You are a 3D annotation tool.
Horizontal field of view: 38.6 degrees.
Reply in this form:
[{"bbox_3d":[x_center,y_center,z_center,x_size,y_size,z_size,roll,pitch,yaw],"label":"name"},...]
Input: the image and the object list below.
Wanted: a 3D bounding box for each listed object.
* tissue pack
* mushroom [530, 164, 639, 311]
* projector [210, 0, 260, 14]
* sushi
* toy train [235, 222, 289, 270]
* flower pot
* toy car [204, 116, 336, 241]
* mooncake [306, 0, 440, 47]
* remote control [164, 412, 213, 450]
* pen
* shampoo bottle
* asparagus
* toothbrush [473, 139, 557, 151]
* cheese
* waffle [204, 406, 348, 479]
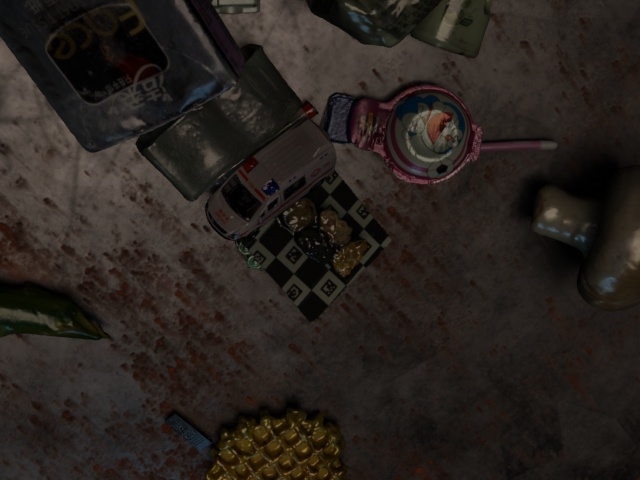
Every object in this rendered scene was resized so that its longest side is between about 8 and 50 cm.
[{"bbox_3d":[-0.289,-0.312,1.167,0.259,0.122,0.361,-19,120,21],"label":"tissue pack"},{"bbox_3d":[0.449,-0.013,1.467,0.244,0.243,0.243,-5,114,-11],"label":"mushroom"},{"bbox_3d":[-0.155,-0.369,1.243,0.147,0.061,0.115,-2,115,-12],"label":"projector"},{"bbox_3d":[0.000,0.000,1.417,0.192,0.050,0.215,-45,116,-9],"label":"sushi"},{"bbox_3d":[-0.114,-0.019,1.416,0.071,0.038,0.148,-36,115,0],"label":"toy train"},{"bbox_3d":[-0.145,-0.169,1.308,0.229,0.103,0.108,-38,116,3],"label":"flower pot"},{"bbox_3d":[-0.074,-0.088,1.325,0.210,0.108,0.089,-38,81,-14],"label":"toy car"},{"bbox_3d":[0.091,-0.378,1.192,0.136,0.250,0.254,37,102,-26],"label":"mooncake"},{"bbox_3d":[-0.224,0.323,1.548,0.034,0.016,0.091,-34,117,20],"label":"remote control"},{"bbox_3d":[-0.097,-0.137,1.377,0.218,0.026,0.026,-36,116,4],"label":"pen"},{"bbox_3d":[0.217,-0.388,1.305,0.118,0.087,0.234,6,113,-37],"label":"shampoo bottle"},{"bbox_3d":[-0.479,0.102,1.358,0.343,0.082,0.085,9,106,-18],"label":"asparagus"},{"bbox_3d":[0.244,-0.149,1.455,0.287,0.020,0.025,-4,107,-12],"label":"toothbrush"},{"bbox_3d":[0.128,-0.167,1.389,0.244,0.062,0.155,11,94,-5],"label":"cheese"},{"bbox_3d":[-0.076,0.402,1.597,0.253,0.056,0.249,-6,113,-13],"label":"waffle"}]
